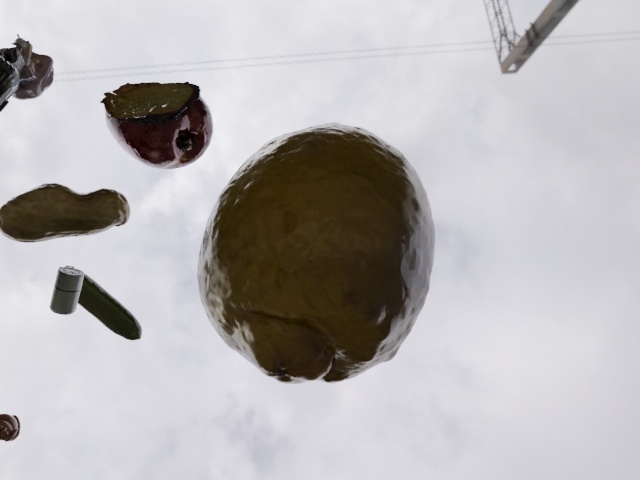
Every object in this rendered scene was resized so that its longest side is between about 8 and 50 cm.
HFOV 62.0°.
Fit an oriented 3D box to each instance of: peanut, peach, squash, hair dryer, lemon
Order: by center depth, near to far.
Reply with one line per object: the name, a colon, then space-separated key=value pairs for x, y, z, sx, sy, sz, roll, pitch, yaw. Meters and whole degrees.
lemon: x=-0.003 y=0.006 z=0.622 sx=0.286 sy=0.285 sz=0.316 roll=-11 pitch=-141 yaw=-9
hair dryer: x=-0.495 y=0.083 z=1.042 sx=0.047 sy=0.137 sz=0.082 roll=13 pitch=-80 yaw=-27
squash: x=-0.525 y=0.151 z=1.268 sx=0.069 sy=0.069 sz=0.258 roll=-46 pitch=-63 yaw=-14
peanut: x=-0.663 y=-0.079 z=1.384 sx=0.319 sy=0.147 sz=0.147 roll=-9 pitch=-103 yaw=-23
peach: x=-0.450 y=-0.307 z=1.457 sx=0.362 sy=0.201 sz=0.258 roll=22 pitch=-135 yaw=32

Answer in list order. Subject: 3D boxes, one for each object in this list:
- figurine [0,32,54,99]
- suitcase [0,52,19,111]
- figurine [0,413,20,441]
figurine: x=-0.628 y=-0.355 z=1.111 sx=0.137 sy=0.229 sz=0.112 roll=-34 pitch=-75 yaw=-11
suitcase: x=-0.635 y=-0.205 z=0.813 sx=0.202 sy=0.128 sz=0.312 roll=41 pitch=-103 yaw=-33
figurine: x=-0.806 y=0.458 z=1.276 sx=0.157 sy=0.126 sz=0.114 roll=-24 pitch=-66 yaw=-43
